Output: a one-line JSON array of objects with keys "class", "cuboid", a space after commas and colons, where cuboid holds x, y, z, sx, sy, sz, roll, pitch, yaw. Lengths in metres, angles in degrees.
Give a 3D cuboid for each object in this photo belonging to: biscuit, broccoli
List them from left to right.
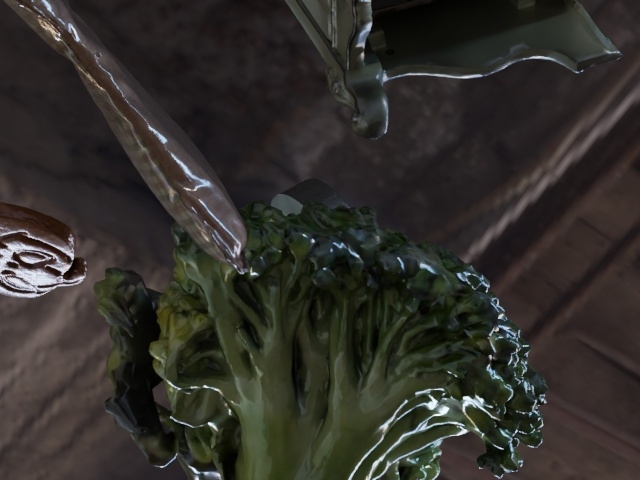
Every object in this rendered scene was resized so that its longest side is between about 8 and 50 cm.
[{"class": "biscuit", "cuboid": [-0.164, 0.009, 0.949, 0.091, 0.078, 0.015, 129, -24, -57]}, {"class": "broccoli", "cuboid": [-0.005, 0.097, 1.349, 0.272, 0.324, 0.334, -40, 176, -30]}]

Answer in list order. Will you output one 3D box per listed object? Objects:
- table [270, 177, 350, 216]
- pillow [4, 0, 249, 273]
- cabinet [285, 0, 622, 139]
[{"class": "table", "cuboid": [0.000, 0.000, 1.918, 0.043, 0.133, 0.133, -29, -141, -23]}, {"class": "pillow", "cuboid": [-0.105, -0.072, 0.927, 0.034, 0.211, 0.135, -38, -168, 3]}, {"class": "cabinet", "cuboid": [0.061, -0.294, 1.284, 0.228, 0.290, 0.318, -16, -133, -15]}]
